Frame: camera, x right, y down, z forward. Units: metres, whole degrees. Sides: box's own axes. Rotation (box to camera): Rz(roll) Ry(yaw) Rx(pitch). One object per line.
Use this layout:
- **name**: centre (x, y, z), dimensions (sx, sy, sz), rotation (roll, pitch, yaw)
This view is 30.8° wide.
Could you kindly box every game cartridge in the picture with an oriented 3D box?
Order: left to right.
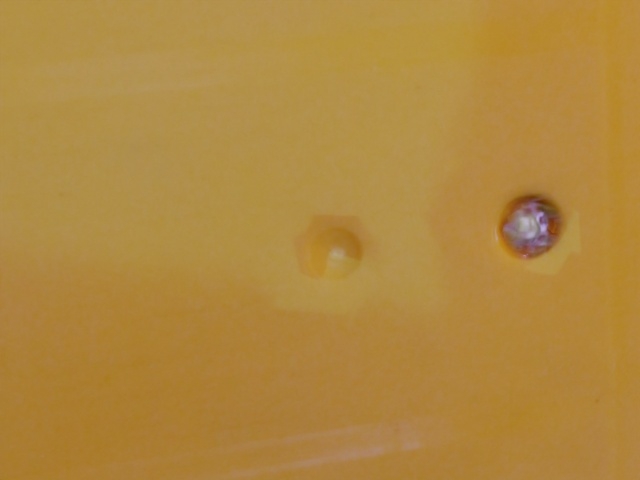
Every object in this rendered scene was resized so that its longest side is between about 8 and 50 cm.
- **game cartridge**: centre (0.000, 0.000, 0.449), dimensions (0.323, 0.053, 0.285), rotation (-6, 104, -9)
